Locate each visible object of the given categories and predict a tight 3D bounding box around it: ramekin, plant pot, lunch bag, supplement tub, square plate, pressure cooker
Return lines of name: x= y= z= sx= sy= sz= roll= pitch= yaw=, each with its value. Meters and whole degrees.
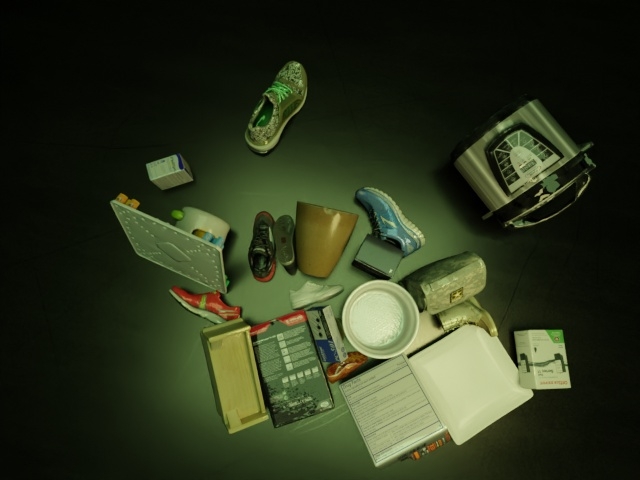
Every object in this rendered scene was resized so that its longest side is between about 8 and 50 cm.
ramekin: x=0.214 y=0.290 z=1.611 sx=0.277 sy=0.135 sz=0.277 roll=0 pitch=79 yaw=0
plant pot: x=0.000 y=0.000 z=1.636 sx=0.237 sy=0.237 sz=0.254 roll=14 pitch=96 yaw=2
lunch bag: x=0.440 y=0.153 z=1.562 sx=0.235 sy=0.287 sz=0.168 roll=-25 pitch=81 yaw=-5
supplement tub: x=0.355 y=0.711 z=1.562 sx=0.198 sy=0.106 sz=0.106 roll=-27 pitch=82 yaw=-4
square plate: x=0.550 y=0.509 z=1.621 sx=0.344 sy=0.049 sz=0.347 roll=-30 pitch=82 yaw=-7
pressure cooker: x=0.742 y=-0.268 z=1.594 sx=0.376 sy=0.370 sz=0.420 roll=-33 pitch=83 yaw=-22

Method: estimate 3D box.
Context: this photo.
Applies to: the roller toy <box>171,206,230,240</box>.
roller toy: x=-0.448 y=-0.028 z=1.635 sx=0.209 sy=0.191 sz=0.146 roll=18 pitch=81 yaw=20

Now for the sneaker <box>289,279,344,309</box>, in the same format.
sneaker: x=-0.019 y=0.191 z=1.665 sx=0.212 sy=0.080 sz=0.094 roll=-17 pitch=69 yaw=-2

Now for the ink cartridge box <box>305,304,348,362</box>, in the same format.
ink cartridge box: x=0.022 y=0.344 z=1.602 sx=0.046 sy=0.097 sz=0.207 roll=-23 pitch=96 yaw=-45

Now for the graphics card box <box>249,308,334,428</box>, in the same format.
graphics card box: x=-0.111 y=0.465 z=1.606 sx=0.233 sy=0.094 sz=0.370 roll=-19 pitch=80 yaw=-4

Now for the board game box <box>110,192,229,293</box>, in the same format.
board game box: x=-0.507 y=0.024 z=1.540 sx=0.390 sy=0.390 sz=0.050 roll=23 pitch=61 yaw=4

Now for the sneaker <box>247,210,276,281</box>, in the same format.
sneaker: x=-0.219 y=0.015 z=1.660 sx=0.098 sy=0.135 sz=0.275 roll=1 pitch=79 yaw=2

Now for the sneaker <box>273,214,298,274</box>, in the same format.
sneaker: x=-0.133 y=0.017 z=1.685 sx=0.083 sy=0.118 sz=0.222 roll=-4 pitch=60 yaw=3

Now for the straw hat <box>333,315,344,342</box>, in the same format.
straw hat: x=0.050 y=0.322 z=1.644 sx=0.061 sy=0.144 sz=0.144 roll=-24 pitch=79 yaw=-46

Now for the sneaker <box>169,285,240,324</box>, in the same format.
sneaker: x=-0.433 y=0.234 z=1.652 sx=0.279 sy=0.107 sz=0.118 roll=28 pitch=70 yaw=-4

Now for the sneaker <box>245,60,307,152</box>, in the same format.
sneaker: x=-0.170 y=-0.550 z=1.728 sx=0.158 sy=0.182 sz=0.410 roll=24 pitch=81 yaw=4

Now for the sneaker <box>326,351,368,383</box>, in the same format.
sneaker: x=0.098 y=0.471 z=1.626 sx=0.175 sy=0.067 sz=0.064 roll=-21 pitch=40 yaw=-19

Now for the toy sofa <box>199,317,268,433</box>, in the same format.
toy sofa: x=-0.309 y=0.469 z=1.553 sx=0.150 sy=0.177 sz=0.362 roll=-13 pitch=97 yaw=-24

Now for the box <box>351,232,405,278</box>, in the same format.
box: x=0.209 y=0.068 z=1.614 sx=0.153 sy=0.207 sz=0.108 roll=27 pitch=82 yaw=4

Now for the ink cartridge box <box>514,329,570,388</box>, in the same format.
ink cartridge box: x=0.809 y=0.434 z=1.595 sx=0.153 sy=0.087 sz=0.208 roll=2 pitch=75 yaw=-14

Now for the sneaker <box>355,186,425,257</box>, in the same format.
sneaker: x=0.245 y=-0.069 z=1.678 sx=0.147 sy=0.130 sz=0.330 roll=-42 pitch=83 yaw=-9

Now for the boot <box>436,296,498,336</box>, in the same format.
boot: x=0.530 y=0.298 z=1.598 sx=0.165 sy=0.213 sz=0.077 roll=-23 pitch=124 yaw=-2

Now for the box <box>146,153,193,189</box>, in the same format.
box: x=-0.587 y=-0.267 z=1.708 sx=0.137 sy=0.126 sz=0.072 roll=-18 pitch=80 yaw=-4

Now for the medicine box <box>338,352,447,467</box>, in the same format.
medicine box: x=0.245 y=0.586 z=1.511 sx=0.264 sy=0.149 sz=0.289 roll=-26 pitch=56 yaw=-4
